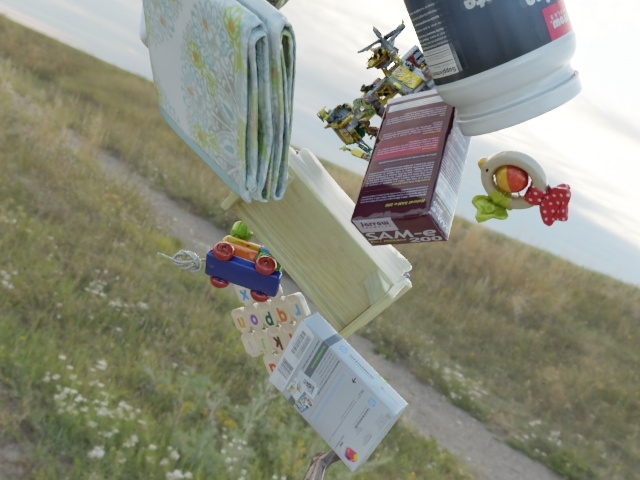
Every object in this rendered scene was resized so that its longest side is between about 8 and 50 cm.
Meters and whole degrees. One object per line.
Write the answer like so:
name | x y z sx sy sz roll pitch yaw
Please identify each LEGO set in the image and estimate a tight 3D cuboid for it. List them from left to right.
LEGO set | 0.122 -0.265 1.312 0.192 0.255 0.331 45 11 -43

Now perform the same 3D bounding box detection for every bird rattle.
bird rattle | 0.488 -0.126 1.717 0.253 0.143 0.207 6 -45 48

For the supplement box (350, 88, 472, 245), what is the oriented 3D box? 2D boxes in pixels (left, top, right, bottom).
supplement box | 0.142 -0.112 1.033 0.130 0.240 0.073 -5 -37 37

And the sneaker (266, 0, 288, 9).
sneaker | -0.070 -0.547 1.448 0.064 0.192 0.086 40 4 -9

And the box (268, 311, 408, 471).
box | 0.020 0.216 0.997 0.186 0.145 0.038 44 39 22

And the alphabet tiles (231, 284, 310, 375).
alphabet tiles | -0.119 0.219 1.785 0.284 0.278 0.021 -18 5 45

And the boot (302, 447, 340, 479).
boot | 0.011 0.466 1.413 0.037 0.106 0.114 55 25 -6

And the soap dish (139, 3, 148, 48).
soap dish | -0.251 -0.485 1.379 0.118 0.291 0.229 5 -4 10

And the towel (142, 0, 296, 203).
towel | -0.169 -0.272 1.100 0.090 0.321 0.374 -25 51 -29

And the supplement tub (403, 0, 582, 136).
supplement tub | 0.218 -0.295 0.913 0.272 0.191 0.191 66 -5 -14

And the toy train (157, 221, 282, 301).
toy train | -0.185 0.015 1.406 0.247 0.105 0.143 18 45 4

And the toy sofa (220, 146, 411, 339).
toy sofa | 0.000 0.000 1.336 0.363 0.150 0.177 49 25 3
